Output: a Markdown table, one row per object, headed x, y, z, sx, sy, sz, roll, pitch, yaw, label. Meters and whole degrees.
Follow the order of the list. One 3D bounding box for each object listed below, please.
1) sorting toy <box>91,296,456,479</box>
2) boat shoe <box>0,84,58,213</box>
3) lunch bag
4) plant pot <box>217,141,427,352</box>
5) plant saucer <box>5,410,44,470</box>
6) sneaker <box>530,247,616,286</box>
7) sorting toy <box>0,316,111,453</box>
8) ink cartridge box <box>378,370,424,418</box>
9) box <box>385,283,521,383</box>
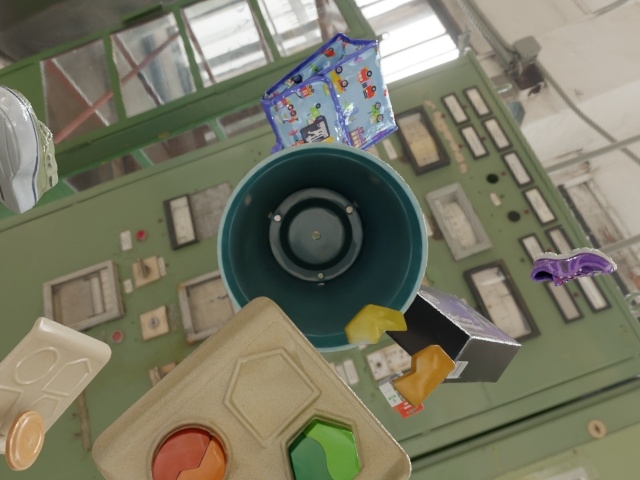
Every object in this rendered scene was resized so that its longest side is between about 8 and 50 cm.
| x | y | z | sx | sy | sz | roll | pitch | yaw | label |
| --- | --- | --- | --- | --- | --- | --- | --- | --- | --- |
| -0.022 | 0.170 | 0.448 | 0.229 | 0.307 | 0.041 | 48 | -13 | 2 | sorting toy |
| -0.468 | -0.146 | 0.734 | 0.109 | 0.094 | 0.302 | 41 | -35 | -9 | boat shoe |
| 0.003 | -0.275 | 1.044 | 0.138 | 0.293 | 0.221 | 35 | -22 | 44 | lunch bag |
| 0.000 | 0.000 | 0.732 | 0.255 | 0.271 | 0.272 | -108 | 178 | -84 | plant pot |
| -0.441 | 0.300 | 0.715 | 0.083 | 0.013 | 0.084 | -3 | 90 | -89 | plant saucer |
| 0.509 | 0.064 | 0.963 | 0.068 | 0.071 | 0.170 | 46 | -27 | -17 | sneaker |
| -0.455 | 0.232 | 0.751 | 0.038 | 0.208 | 0.193 | 28 | -18 | 22 | sorting toy |
| 0.197 | 0.379 | 1.146 | 0.115 | 0.062 | 0.029 | 57 | 12 | -5 | ink cartridge box |
| 0.241 | 0.173 | 0.903 | 0.261 | 0.103 | 0.184 | 19 | 14 | -49 | box |
